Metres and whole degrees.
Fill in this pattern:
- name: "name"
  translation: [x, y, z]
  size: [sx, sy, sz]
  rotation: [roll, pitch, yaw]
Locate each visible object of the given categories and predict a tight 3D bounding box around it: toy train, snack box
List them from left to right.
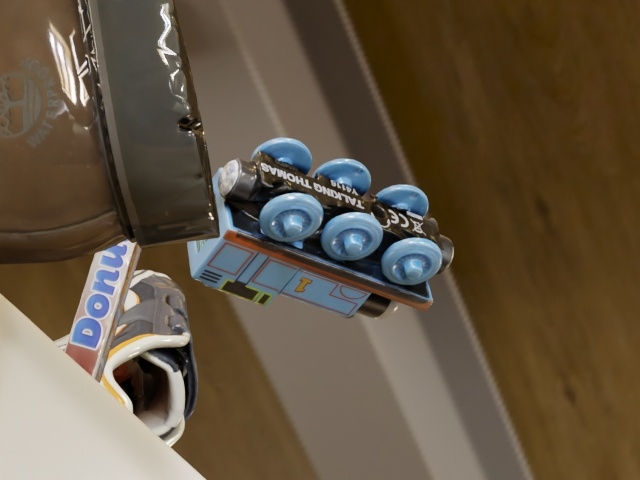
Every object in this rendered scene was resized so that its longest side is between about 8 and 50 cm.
- name: "snack box"
  translation: [-0.117, 0.024, 0.964]
  size: [0.022, 0.178, 0.064]
  rotation: [16, -13, -2]
- name: "toy train"
  translation: [0.000, 0.000, 1.181]
  size: [0.184, 0.080, 0.105]
  rotation: [20, -51, -28]

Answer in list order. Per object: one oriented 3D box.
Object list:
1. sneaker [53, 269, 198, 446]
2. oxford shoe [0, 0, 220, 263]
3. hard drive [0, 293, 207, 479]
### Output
- name: "sneaker"
  translation: [-0.161, 0.117, 1.548]
  size: [0.127, 0.321, 0.126]
  rotation: [4, -71, 17]
- name: "oxford shoe"
  translation: [-0.095, -0.095, 0.486]
  size: [0.096, 0.227, 0.083]
  rotation: [-13, -32, 0]
- name: "hard drive"
  translation: [-0.145, 0.105, 0.524]
  size: [0.040, 0.203, 0.307]
  rotation: [-8, -48, 51]
